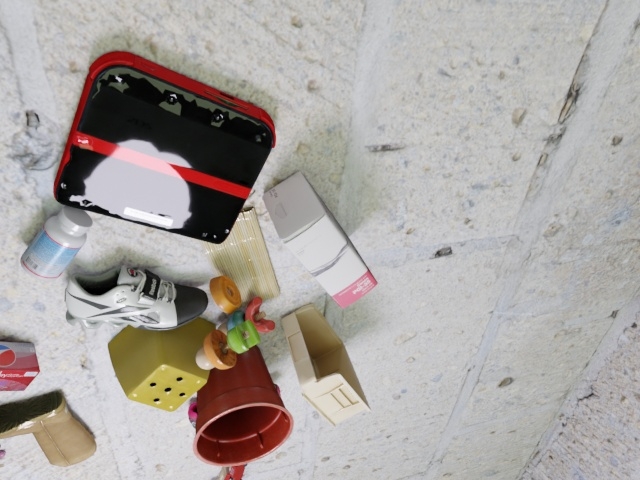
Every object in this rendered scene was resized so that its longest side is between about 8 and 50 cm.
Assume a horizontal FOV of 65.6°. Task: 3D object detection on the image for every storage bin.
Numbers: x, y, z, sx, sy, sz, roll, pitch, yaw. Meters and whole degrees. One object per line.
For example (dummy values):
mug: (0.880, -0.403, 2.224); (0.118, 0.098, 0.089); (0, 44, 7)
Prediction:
storage bin: (0.008, 0.362, 1.456); (0.123, 0.262, 0.260); (-28, 132, 4)

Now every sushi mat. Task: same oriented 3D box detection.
sushi mat: (-0.207, 0.056, 1.290); (0.151, 0.019, 0.317); (-18, 131, -6)

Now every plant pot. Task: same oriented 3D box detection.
plant pot: (-0.405, 0.316, 1.302); (0.212, 0.187, 0.212); (-43, 130, 13)
plant pot: (-0.240, 0.444, 1.418); (0.272, 0.265, 0.273); (-11, 129, -14)

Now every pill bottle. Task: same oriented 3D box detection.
pill bottle: (-0.559, 0.004, 1.061); (0.087, 0.087, 0.160); (31, 111, -37)

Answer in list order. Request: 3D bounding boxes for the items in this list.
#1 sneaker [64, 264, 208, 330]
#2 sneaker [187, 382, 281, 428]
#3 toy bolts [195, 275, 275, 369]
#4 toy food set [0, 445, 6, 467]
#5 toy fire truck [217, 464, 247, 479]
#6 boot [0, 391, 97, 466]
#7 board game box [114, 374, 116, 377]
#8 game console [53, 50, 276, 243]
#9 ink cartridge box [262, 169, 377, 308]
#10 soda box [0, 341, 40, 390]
sneaker: (-0.431, 0.129, 1.187); (0.330, 0.122, 0.146); (-1, 128, -22)
sneaker: (-0.268, 0.526, 1.569); (0.299, 0.121, 0.112); (-21, 129, -5)
toy bolts: (-0.248, 0.215, 1.296); (0.158, 0.218, 0.228); (-30, 172, 15)
toy food set: (-0.948, 0.606, 1.425); (0.077, 0.019, 0.122); (-3, 119, -21)
toy fire truck: (-0.339, 0.867, 1.822); (0.047, 0.135, 0.192); (23, 76, -34)
boot: (-0.794, 0.562, 1.406); (0.236, 0.089, 0.270); (-12, 131, -13)
board game box: (-0.515, 0.389, 1.397); (0.090, 0.020, 0.090); (-14, 141, 34)
game console: (-0.314, -0.172, 1.043); (0.386, 0.060, 0.342); (17, 120, -29)
ink cartridge box: (0.000, 0.000, 1.202); (0.117, 0.207, 0.283); (-34, 131, 5)
soda box: (-0.799, 0.287, 1.139); (0.083, 0.092, 0.263); (-45, 147, 15)
